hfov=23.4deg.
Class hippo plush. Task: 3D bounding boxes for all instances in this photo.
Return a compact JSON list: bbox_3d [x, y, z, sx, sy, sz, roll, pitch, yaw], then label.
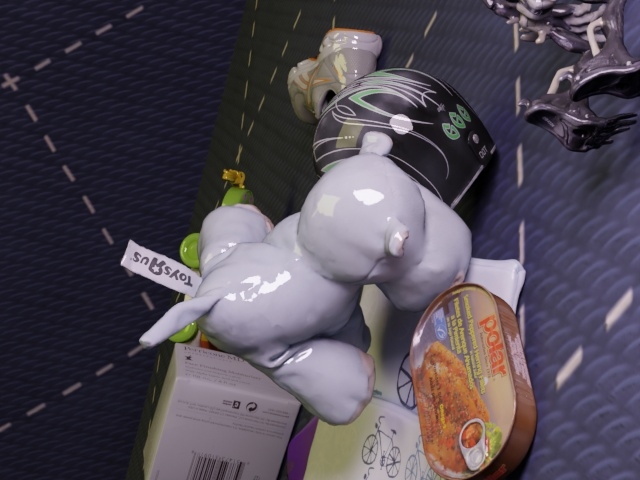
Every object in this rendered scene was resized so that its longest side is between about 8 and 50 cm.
[{"bbox_3d":[0.000,0.000,1.429,0.236,0.294,0.234,-43,40,21],"label":"hippo plush"}]

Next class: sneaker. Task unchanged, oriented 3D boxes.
[{"bbox_3d":[0.011,-0.202,2.199,0.262,0.099,0.121,131,146,-68],"label":"sneaker"}]

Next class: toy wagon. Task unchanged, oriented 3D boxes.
[{"bbox_3d":[-0.155,0.056,2.494,0.267,0.068,0.344,31,-109,-72],"label":"toy wagon"}]

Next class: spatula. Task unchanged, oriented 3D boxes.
[{"bbox_3d":[-0.046,0.336,2.016,0.084,0.030,0.296,-94,21,-48],"label":"spatula"}]

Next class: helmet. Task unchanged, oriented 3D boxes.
[{"bbox_3d":[0.075,-0.092,1.532,0.169,0.161,0.169,-53,0,-1],"label":"helmet"}]

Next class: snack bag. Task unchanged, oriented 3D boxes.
[{"bbox_3d":[0.074,0.163,1.489,0.323,0.037,0.342,11,85,68],"label":"snack bag"}]

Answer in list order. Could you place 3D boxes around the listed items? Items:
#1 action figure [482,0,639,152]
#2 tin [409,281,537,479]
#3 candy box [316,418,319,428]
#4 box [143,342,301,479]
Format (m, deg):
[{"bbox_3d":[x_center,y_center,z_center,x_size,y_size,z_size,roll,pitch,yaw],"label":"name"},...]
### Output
[{"bbox_3d":[0.201,-0.210,1.231,0.164,0.141,0.276,117,146,-55],"label":"action figure"},{"bbox_3d":[0.130,0.122,1.318,0.106,0.040,0.190,-42,39,35],"label":"tin"},{"bbox_3d":[0.013,0.258,1.838,0.105,0.027,0.206,141,141,-66],"label":"candy box"},{"bbox_3d":[-0.140,0.262,2.165,0.119,0.181,0.182,-111,36,-69],"label":"box"}]
